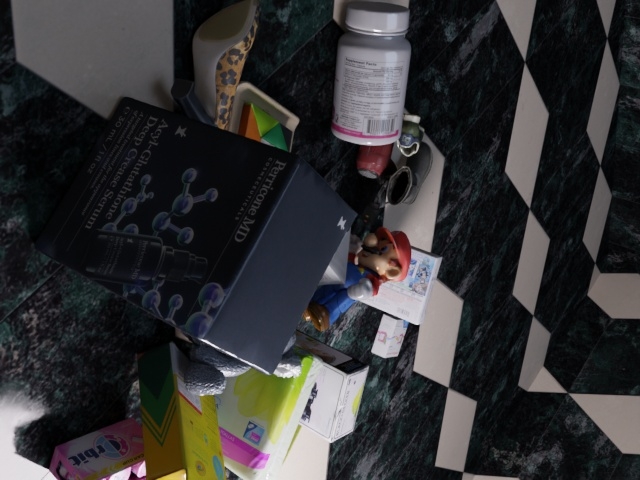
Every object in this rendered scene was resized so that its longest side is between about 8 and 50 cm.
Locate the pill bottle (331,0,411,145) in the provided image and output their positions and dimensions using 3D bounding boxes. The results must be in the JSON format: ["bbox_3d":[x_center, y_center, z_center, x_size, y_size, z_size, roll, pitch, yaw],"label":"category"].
[{"bbox_3d":[0.112,-0.364,1.704,0.160,0.160,0.283,-25,128,-47],"label":"pill bottle"}]

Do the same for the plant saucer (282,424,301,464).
[{"bbox_3d":[-0.113,0.461,1.971,0.188,0.045,0.188,-63,148,-8],"label":"plant saucer"}]

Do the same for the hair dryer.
[{"bbox_3d":[0.146,-0.202,1.955,0.223,0.080,0.294,-52,152,-59],"label":"hair dryer"}]

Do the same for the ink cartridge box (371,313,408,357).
[{"bbox_3d":[0.208,0.282,2.322,0.088,0.052,0.123,6,105,-56],"label":"ink cartridge box"}]

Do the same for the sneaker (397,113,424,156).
[{"bbox_3d":[0.215,-0.247,1.919,0.192,0.064,0.086,34,67,-79],"label":"sneaker"}]

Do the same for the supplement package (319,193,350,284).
[{"bbox_3d":[0.000,0.000,1.749,0.105,0.105,0.179,49,42,-54],"label":"supplement package"}]

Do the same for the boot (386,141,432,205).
[{"bbox_3d":[0.226,-0.175,2.007,0.208,0.076,0.190,9,95,-71],"label":"boot"}]

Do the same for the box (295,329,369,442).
[{"bbox_3d":[-0.047,0.305,1.749,0.087,0.289,0.169,-9,115,-53],"label":"box"}]

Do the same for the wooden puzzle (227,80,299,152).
[{"bbox_3d":[-0.119,-0.167,1.558,0.221,0.044,0.239,25,75,-58],"label":"wooden puzzle"}]

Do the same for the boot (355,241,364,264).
[{"bbox_3d":[0.080,0.066,2.029,0.118,0.042,0.087,-40,144,-34],"label":"boot"}]

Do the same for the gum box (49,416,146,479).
[{"bbox_3d":[-0.400,0.412,1.461,0.188,0.107,0.062,-12,131,-52],"label":"gum box"}]

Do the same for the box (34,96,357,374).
[{"bbox_3d":[-0.199,-0.015,1.244,0.294,0.395,0.212,-62,147,-10],"label":"box"}]

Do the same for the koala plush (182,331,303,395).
[{"bbox_3d":[-0.148,0.196,1.560,0.203,0.221,0.196,46,33,-76],"label":"koala plush"}]

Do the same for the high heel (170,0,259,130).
[{"bbox_3d":[-0.170,-0.301,1.423,0.261,0.093,0.186,-59,158,-19],"label":"high heel"}]

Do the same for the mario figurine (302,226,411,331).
[{"bbox_3d":[0.078,0.063,1.878,0.320,0.198,0.170,-35,158,-20],"label":"mario figurine"}]

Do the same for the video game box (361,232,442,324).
[{"bbox_3d":[0.200,0.098,2.065,0.048,0.205,0.187,-10,117,-57],"label":"video game box"}]

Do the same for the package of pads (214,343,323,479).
[{"bbox_3d":[-0.151,0.336,1.675,0.101,0.229,0.297,22,91,-58],"label":"package of pads"}]

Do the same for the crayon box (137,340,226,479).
[{"bbox_3d":[-0.260,0.380,1.493,0.081,0.319,0.202,-21,140,6],"label":"crayon box"}]
